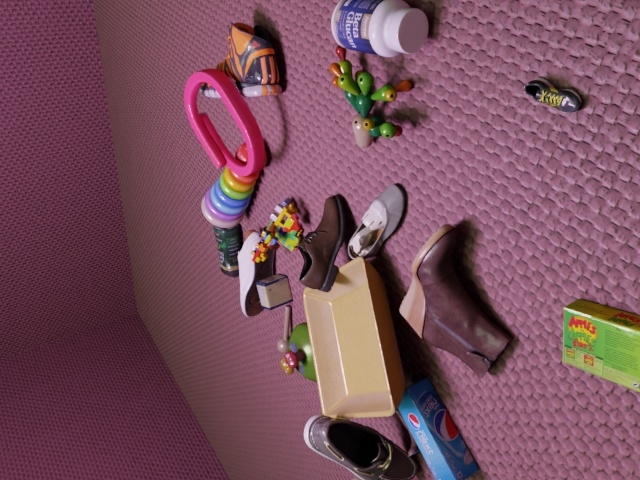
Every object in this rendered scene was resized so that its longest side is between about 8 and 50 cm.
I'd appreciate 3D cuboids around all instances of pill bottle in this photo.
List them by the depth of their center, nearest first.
[{"bbox_3d":[0.102,-0.370,0.918,0.169,0.094,0.094,34,133,47],"label":"pill bottle"}]

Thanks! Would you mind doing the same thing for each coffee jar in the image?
[{"bbox_3d":[-0.310,0.032,1.825,0.096,0.079,0.185,22,124,53],"label":"coffee jar"}]

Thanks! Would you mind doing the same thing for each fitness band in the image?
[{"bbox_3d":[-0.249,-0.300,1.378,0.209,0.054,0.291,-30,93,52],"label":"fitness band"}]

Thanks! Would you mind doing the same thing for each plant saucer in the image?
[{"bbox_3d":[0.081,0.236,1.242,0.333,0.080,0.333,-36,61,59],"label":"plant saucer"}]

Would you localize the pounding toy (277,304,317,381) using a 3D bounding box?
[{"bbox_3d":[-0.079,0.333,1.578,0.237,0.110,0.183,38,136,43],"label":"pounding toy"}]

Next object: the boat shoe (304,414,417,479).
[{"bbox_3d":[0.108,0.489,1.223,0.304,0.109,0.091,30,152,-18],"label":"boat shoe"}]

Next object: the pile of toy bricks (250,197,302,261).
[{"bbox_3d":[-0.098,-0.012,1.456,0.105,0.118,0.212,37,125,4],"label":"pile of toy bricks"}]

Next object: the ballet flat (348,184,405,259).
[{"bbox_3d":[0.112,-0.028,1.113,0.072,0.068,0.213,56,146,26],"label":"ballet flat"}]

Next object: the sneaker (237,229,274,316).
[{"bbox_3d":[-0.209,0.100,1.687,0.123,0.105,0.290,41,128,47],"label":"sneaker"}]

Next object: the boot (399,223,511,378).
[{"bbox_3d":[0.258,0.111,0.962,0.206,0.090,0.249,37,135,28],"label":"boot"}]

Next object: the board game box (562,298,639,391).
[{"bbox_3d":[0.424,0.151,0.721,0.181,0.043,0.092,18,120,54],"label":"board game box"}]

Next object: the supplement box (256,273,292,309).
[{"bbox_3d":[-0.139,0.154,1.605,0.056,0.083,0.083,6,111,57],"label":"supplement box"}]

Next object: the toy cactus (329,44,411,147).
[{"bbox_3d":[0.091,-0.257,1.019,0.219,0.112,0.181,51,163,27],"label":"toy cactus"}]

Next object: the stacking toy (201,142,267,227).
[{"bbox_3d":[-0.248,-0.171,1.572,0.141,0.141,0.330,62,145,16],"label":"stacking toy"}]

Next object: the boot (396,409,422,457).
[{"bbox_3d":[0.195,0.421,1.195,0.037,0.106,0.114,-36,70,20],"label":"boot"}]

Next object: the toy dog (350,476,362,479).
[{"bbox_3d":[0.193,0.710,1.341,0.220,0.161,0.334,32,146,44],"label":"toy dog"}]

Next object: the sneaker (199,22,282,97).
[{"bbox_3d":[-0.213,-0.466,1.381,0.321,0.124,0.180,13,113,44],"label":"sneaker"}]

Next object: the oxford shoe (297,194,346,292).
[{"bbox_3d":[0.000,0.000,1.228,0.082,0.096,0.227,173,109,-69],"label":"oxford shoe"}]

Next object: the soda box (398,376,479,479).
[{"bbox_3d":[0.242,0.408,1.133,0.210,0.067,0.071,62,148,17],"label":"soda box"}]

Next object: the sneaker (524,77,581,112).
[{"bbox_3d":[0.313,-0.195,0.725,0.083,0.035,0.031,43,140,39],"label":"sneaker"}]
